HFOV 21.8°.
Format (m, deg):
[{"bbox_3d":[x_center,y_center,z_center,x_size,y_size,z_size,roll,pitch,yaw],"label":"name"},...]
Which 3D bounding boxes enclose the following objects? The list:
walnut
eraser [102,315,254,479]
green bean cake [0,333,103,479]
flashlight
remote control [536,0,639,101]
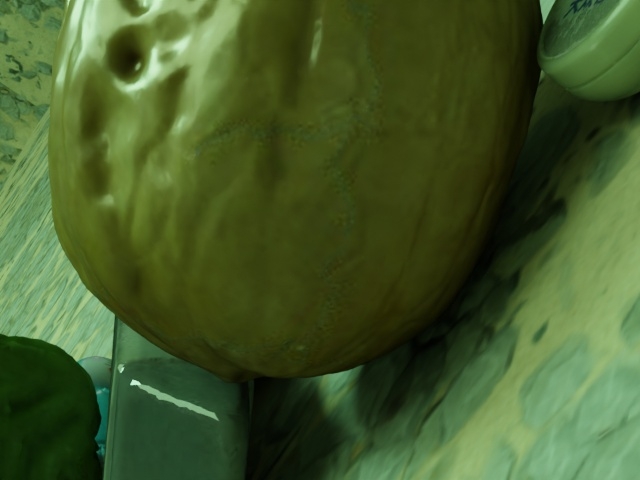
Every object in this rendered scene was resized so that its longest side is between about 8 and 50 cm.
[{"bbox_3d":[-0.013,-0.053,0.650,0.195,0.195,0.222,174,108,-73],"label":"walnut"},{"bbox_3d":[-0.071,0.059,0.801,0.352,0.061,0.089,-110,27,-75],"label":"eraser"},{"bbox_3d":[-0.226,0.136,0.746,0.125,0.248,0.222,-41,40,50],"label":"green bean cake"},{"bbox_3d":[-0.131,0.111,0.978,0.051,0.051,0.129,-53,19,13],"label":"flashlight"},{"bbox_3d":[0.148,-0.144,0.612,0.221,0.042,0.078,-58,13,-14],"label":"remote control"}]
